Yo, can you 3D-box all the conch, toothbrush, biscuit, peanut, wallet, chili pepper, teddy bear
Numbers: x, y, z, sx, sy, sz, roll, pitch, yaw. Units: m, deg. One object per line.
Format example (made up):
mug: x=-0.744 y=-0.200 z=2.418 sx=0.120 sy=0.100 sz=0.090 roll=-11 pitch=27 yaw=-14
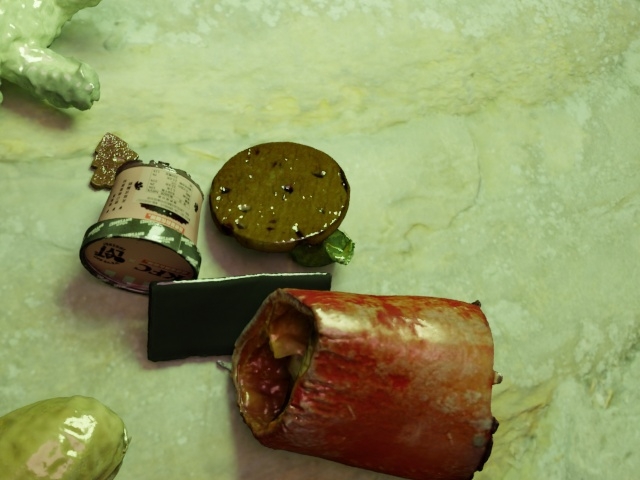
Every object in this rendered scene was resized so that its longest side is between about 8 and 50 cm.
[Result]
conch: x=0.000 y=0.000 z=1.068 sx=0.121 sy=0.074 sz=0.089 roll=20 pitch=57 yaw=33
toothbrush: x=-0.101 y=0.191 z=1.001 sx=0.097 sy=0.008 sz=0.006 roll=35 pitch=77 yaw=-5
biscuit: x=-0.059 y=-0.066 z=1.060 sx=0.212 sy=0.036 sz=0.212 roll=0 pitch=49 yaw=-1
peanut: x=-0.357 y=0.292 z=0.809 sx=0.149 sy=0.149 sz=0.313 roll=44 pitch=68 yaw=1
wallet: x=-0.106 y=0.098 z=0.981 sx=0.244 sy=0.124 sz=0.025 roll=-2 pitch=30 yaw=-20
chili pepper: x=0.059 y=0.181 z=0.924 sx=0.305 sy=0.251 sz=0.229 roll=9 pitch=53 yaw=-18
teddy bear: x=-0.410 y=-0.261 z=0.906 sx=0.327 sy=0.375 sz=0.362 roll=53 pitch=31 yaw=-38
biscuit: x=-0.292 y=-0.110 z=1.044 sx=0.082 sy=0.016 sz=0.092 roll=-18 pitch=76 yaw=-19

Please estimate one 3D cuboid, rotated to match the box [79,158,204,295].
box: x=-0.223 y=-0.020 z=0.965 sx=0.151 sy=0.151 sz=0.135 roll=15 pitch=59 yaw=-13
